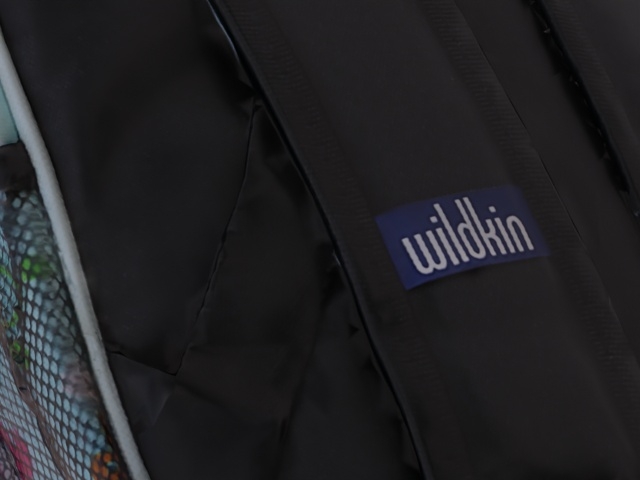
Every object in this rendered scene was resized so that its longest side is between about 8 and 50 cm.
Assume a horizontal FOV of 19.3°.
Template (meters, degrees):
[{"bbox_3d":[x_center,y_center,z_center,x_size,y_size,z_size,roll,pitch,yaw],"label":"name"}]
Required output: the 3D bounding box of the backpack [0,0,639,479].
[{"bbox_3d":[0.000,0.000,0.440,0.225,0.253,0.191,-10,161,-38],"label":"backpack"}]
